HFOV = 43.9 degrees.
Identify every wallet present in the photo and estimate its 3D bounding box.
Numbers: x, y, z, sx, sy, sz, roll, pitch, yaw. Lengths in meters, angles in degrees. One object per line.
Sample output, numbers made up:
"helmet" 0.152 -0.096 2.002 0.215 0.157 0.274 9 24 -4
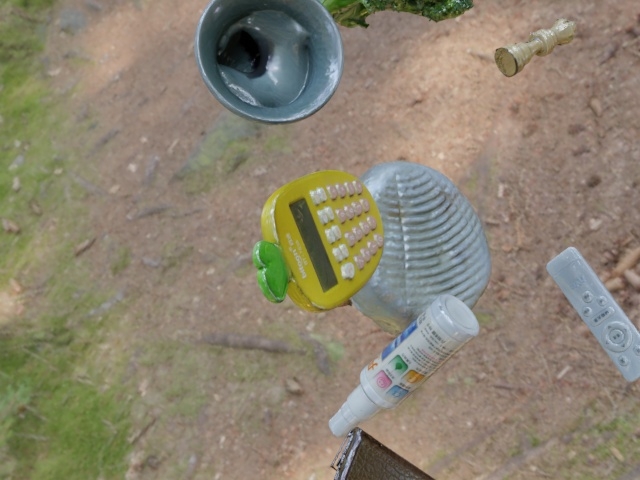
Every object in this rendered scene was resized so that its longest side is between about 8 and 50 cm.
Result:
"wallet" 0.089 0.319 0.895 0.039 0.243 0.132 -2 57 46

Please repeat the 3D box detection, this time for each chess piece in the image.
"chess piece" 0.401 -0.360 1.456 0.172 0.060 0.060 -31 26 -19

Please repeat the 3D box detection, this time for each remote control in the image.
"remote control" 0.362 0.093 1.022 0.050 0.027 0.184 -44 63 29

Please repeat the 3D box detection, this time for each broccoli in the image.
"broccoli" 0.102 -0.411 1.150 0.245 0.265 0.294 -30 23 42

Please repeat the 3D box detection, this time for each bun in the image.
"bun" 0.156 0.016 1.508 0.194 0.354 0.354 -21 41 52

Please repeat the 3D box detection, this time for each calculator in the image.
"calculator" 0.000 0.000 0.880 0.032 0.146 0.235 -17 8 40

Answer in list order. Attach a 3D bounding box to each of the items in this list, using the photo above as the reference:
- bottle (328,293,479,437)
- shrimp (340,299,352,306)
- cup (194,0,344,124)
"bottle" 0.082 0.147 0.872 0.217 0.060 0.060 -49 29 27
"shrimp" 0.037 0.111 1.745 0.025 0.127 0.091 10 84 48
"cup" -0.083 -0.239 1.101 0.199 0.199 0.150 -59 10 -14
